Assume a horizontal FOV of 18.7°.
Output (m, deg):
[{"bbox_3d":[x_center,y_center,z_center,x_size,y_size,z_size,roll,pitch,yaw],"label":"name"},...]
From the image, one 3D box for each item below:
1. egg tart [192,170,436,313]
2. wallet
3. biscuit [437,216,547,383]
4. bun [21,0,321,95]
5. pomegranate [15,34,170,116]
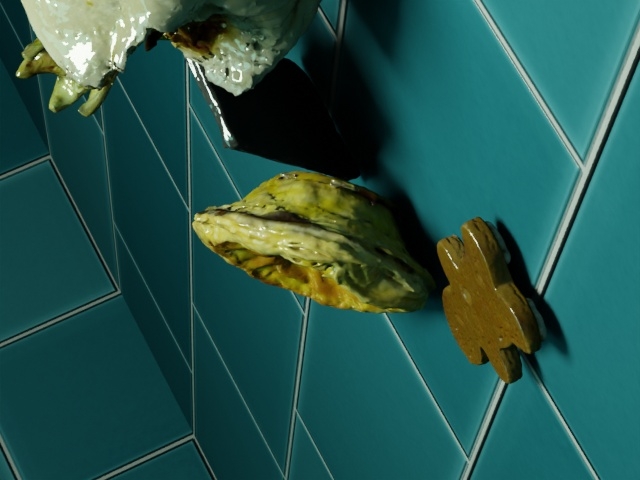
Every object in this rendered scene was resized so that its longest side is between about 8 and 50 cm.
[{"bbox_3d":[0.000,0.000,1.822,0.241,0.241,0.106,152,137,-76],"label":"egg tart"},{"bbox_3d":[-0.051,-0.129,1.796,0.146,0.030,0.285,62,-163,15],"label":"wallet"},{"bbox_3d":[0.142,0.054,1.660,0.138,0.031,0.205,63,166,13],"label":"biscuit"},{"bbox_3d":[-0.096,-0.255,1.557,0.205,0.281,0.281,-8,108,44],"label":"bun"},{"bbox_3d":[-0.178,-0.275,1.784,0.231,0.286,0.231,33,147,26],"label":"pomegranate"}]
